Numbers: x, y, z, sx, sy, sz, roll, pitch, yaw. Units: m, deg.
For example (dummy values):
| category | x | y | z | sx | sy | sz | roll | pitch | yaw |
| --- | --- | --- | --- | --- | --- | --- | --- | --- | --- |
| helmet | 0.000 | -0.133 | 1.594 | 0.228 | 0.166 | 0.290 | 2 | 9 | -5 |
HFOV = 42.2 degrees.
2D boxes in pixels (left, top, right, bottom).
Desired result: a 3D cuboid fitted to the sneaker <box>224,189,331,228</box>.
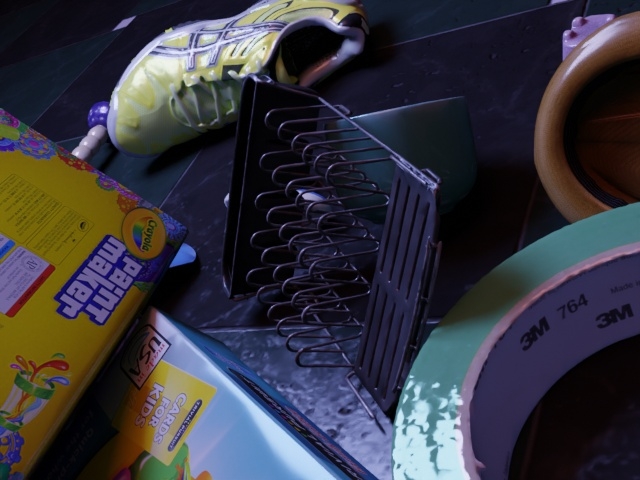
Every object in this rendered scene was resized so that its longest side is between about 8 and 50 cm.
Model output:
| category | x | y | z | sx | sy | sz | roll | pitch | yaw |
| --- | --- | --- | --- | --- | --- | --- | --- | --- | --- |
| sneaker | -0.032 | -0.061 | 0.878 | 0.152 | 0.058 | 0.084 | 4 | 54 | 51 |

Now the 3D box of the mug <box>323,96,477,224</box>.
| category | x | y | z | sx | sy | sz | roll | pitch | yaw |
| --- | --- | --- | --- | --- | --- | --- | --- | --- | --- |
| mug | 0.085 | -0.071 | 0.753 | 0.158 | 0.097 | 0.129 | -14 | 6 | -33 |

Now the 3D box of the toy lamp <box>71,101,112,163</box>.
| category | x | y | z | sx | sy | sz | roll | pitch | yaw |
| --- | --- | --- | --- | --- | --- | --- | --- | --- | --- |
| toy lamp | -0.358 | -0.090 | 1.171 | 0.080 | 0.080 | 0.274 | -9 | 36 | 30 |

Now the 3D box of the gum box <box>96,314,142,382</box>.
| category | x | y | z | sx | sy | sz | roll | pitch | yaw |
| --- | --- | --- | --- | --- | --- | --- | --- | --- | --- |
| gum box | -0.261 | 0.056 | 0.786 | 0.107 | 0.188 | 0.062 | -15 | 37 | 24 |

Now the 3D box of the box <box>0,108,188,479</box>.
| category | x | y | z | sx | sy | sz | roll | pitch | yaw |
| --- | --- | --- | --- | --- | --- | --- | --- | --- | --- |
| box | -0.270 | 0.108 | 0.582 | 0.279 | 0.177 | 0.290 | -52 | 9 | 31 |

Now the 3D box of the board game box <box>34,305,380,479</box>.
| category | x | y | z | sx | sy | sz | roll | pitch | yaw |
| --- | --- | --- | --- | --- | --- | --- | --- | --- | --- |
| board game box | -0.075 | 0.211 | 0.458 | 0.253 | 0.079 | 0.336 | -58 | 36 | -4 |

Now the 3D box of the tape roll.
| category | x | y | z | sx | sy | sz | roll | pitch | yaw |
| --- | --- | --- | --- | --- | --- | --- | --- | --- | --- |
| tape roll | 0.200 | 0.103 | 0.455 | 0.321 | 0.077 | 0.321 | -22 | 34 | 16 |

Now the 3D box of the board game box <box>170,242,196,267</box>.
| category | x | y | z | sx | sy | sz | roll | pitch | yaw |
| --- | --- | --- | --- | --- | --- | --- | --- | --- | --- |
| board game box | -0.218 | 0.032 | 0.894 | 0.133 | 0.033 | 0.169 | 16 | 22 | 41 |

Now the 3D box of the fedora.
| category | x | y | z | sx | sy | sz | roll | pitch | yaw |
| --- | --- | --- | --- | --- | --- | --- | --- | --- | --- |
| fedora | 0.259 | -0.077 | 0.614 | 0.194 | 0.194 | 0.079 | 0 | 8 | 39 |

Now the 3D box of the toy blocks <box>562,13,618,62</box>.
| category | x | y | z | sx | sy | sz | roll | pitch | yaw |
| --- | --- | --- | --- | --- | --- | --- | --- | --- | --- |
| toy blocks | 0.355 | -0.263 | 0.652 | 0.309 | 0.260 | 0.288 | 6 | 48 | 43 |

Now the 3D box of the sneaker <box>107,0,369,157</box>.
| category | x | y | z | sx | sy | sz | roll | pitch | yaw |
| --- | --- | --- | --- | --- | --- | --- | --- | --- | --- |
| sneaker | -0.113 | -0.227 | 1.092 | 0.385 | 0.145 | 0.147 | -31 | 32 | 2 |

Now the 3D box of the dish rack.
| category | x | y | z | sx | sy | sz | roll | pitch | yaw |
| --- | --- | --- | --- | --- | --- | --- | --- | --- | --- |
| dish rack | 0.000 | 0.000 | 0.654 | 0.074 | 0.208 | 0.271 | -3 | 26 | -24 |
